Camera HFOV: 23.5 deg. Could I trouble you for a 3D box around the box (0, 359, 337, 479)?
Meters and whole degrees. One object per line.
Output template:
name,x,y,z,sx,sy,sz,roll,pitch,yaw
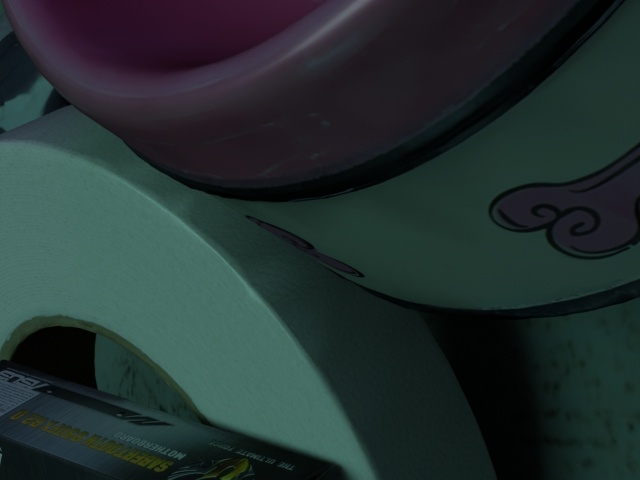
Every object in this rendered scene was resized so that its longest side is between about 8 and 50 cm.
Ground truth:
box,-0.080,0.166,0.718,0.231,0.056,0.183,12,120,42

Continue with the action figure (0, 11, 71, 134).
action figure,-0.123,-0.150,0.865,0.330,0.178,0.341,-54,56,28

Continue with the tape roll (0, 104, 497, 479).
tape roll,-0.077,0.120,0.786,0.392,0.072,0.392,25,129,34

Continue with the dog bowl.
dog bowl,0.035,-0.184,0.500,0.408,0.150,0.408,-18,66,46
